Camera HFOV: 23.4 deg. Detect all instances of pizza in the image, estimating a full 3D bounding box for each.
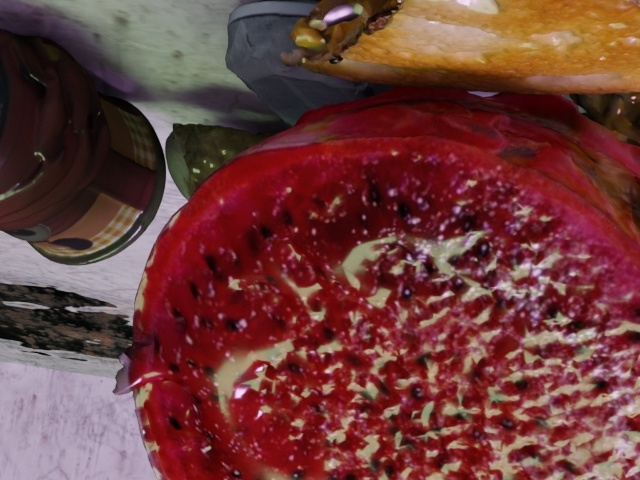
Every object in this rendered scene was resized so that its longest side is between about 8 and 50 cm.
[{"bbox_3d":[0.098,-0.129,0.737,0.289,0.081,0.228,1,172,28],"label":"pizza"}]

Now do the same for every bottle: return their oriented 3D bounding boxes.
[{"bbox_3d":[-0.223,-0.074,1.071,0.156,0.143,0.271,-23,161,15],"label":"bottle"}]

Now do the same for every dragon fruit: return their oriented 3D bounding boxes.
[{"bbox_3d":[0.084,0.069,0.940,0.371,0.386,0.249,16,-149,16],"label":"dragon fruit"}]

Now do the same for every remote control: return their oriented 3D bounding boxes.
[{"bbox_3d":[0.012,-0.100,1.006,0.104,0.052,0.247,5,170,18],"label":"remote control"}]

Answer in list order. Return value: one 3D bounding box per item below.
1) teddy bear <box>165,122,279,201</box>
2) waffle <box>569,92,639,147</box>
[{"bbox_3d":[0.000,0.000,1.230,0.267,0.156,0.256,48,165,2],"label":"teddy bear"},{"bbox_3d":[0.260,-0.030,0.965,0.204,0.054,0.223,-9,123,39],"label":"waffle"}]
